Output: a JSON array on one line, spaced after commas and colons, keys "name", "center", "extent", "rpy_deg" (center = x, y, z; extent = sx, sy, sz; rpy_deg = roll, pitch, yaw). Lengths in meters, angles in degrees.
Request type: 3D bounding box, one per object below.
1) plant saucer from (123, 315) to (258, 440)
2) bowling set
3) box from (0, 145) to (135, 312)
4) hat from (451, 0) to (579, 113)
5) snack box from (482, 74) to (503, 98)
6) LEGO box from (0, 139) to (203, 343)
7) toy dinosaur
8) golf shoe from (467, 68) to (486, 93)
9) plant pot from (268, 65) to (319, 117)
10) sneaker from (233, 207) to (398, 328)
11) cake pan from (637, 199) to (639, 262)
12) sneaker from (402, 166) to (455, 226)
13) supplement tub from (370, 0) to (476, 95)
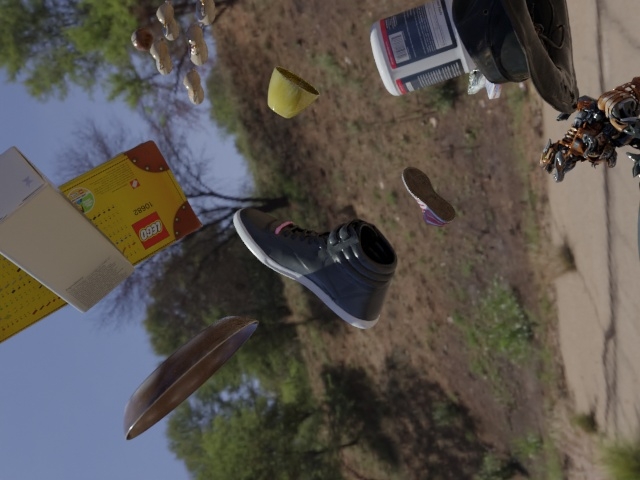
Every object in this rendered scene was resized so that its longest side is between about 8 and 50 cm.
[{"name": "plant saucer", "center": [-0.241, 0.236, 1.307], "extent": [0.050, 0.310, 0.310], "rpy_deg": [48, -178, 8]}, {"name": "bowling set", "center": [-0.361, -0.475, 1.723], "extent": [0.154, 0.200, 0.287], "rpy_deg": [114, 158, -79]}, {"name": "box", "center": [-0.381, -0.005, 1.023], "extent": [0.094, 0.113, 0.275], "rpy_deg": [43, 168, 26]}, {"name": "hat", "center": [0.272, -0.331, 1.060], "extent": [0.331, 0.134, 0.331], "rpy_deg": [21, -117, -49]}, {"name": "snack box", "center": [0.321, -0.370, 1.408], "extent": [0.064, 0.022, 0.178], "rpy_deg": [70, -172, -75]}, {"name": "LEGO box", "center": [-0.532, 0.012, 1.409], "extent": [0.193, 0.500, 0.372], "rpy_deg": [63, 159, -13]}, {"name": "toy dinosaur", "center": [0.586, -0.223, 1.401], "extent": [0.164, 0.322, 0.218], "rpy_deg": [-7, -126, -43]}, {"name": "golf shoe", "center": [0.446, -0.435, 1.965], "extent": [0.176, 0.086, 0.069], "rpy_deg": [-25, -61, -81]}, {"name": "plant pot", "center": [-0.083, -0.375, 1.872], "extent": [0.134, 0.095, 0.134], "rpy_deg": [30, -161, -12]}, {"name": "sneaker", "center": [0.000, 0.000, 1.164], "extent": [0.104, 0.296, 0.147], "rpy_deg": [-37, -20, -56]}, {"name": "cake pan", "center": [0.500, -0.038, 0.972], "extent": [0.293, 0.054, 0.293], "rpy_deg": [5, -90, -86]}, {"name": "sneaker", "center": [0.180, -0.071, 1.232], "extent": [0.118, 0.042, 0.067], "rpy_deg": [50, 172, 10]}, {"name": "supplement tub", "center": [0.273, -0.481, 1.760], "extent": [0.191, 0.272, 0.191], "rpy_deg": [-16, -90, -75]}]
